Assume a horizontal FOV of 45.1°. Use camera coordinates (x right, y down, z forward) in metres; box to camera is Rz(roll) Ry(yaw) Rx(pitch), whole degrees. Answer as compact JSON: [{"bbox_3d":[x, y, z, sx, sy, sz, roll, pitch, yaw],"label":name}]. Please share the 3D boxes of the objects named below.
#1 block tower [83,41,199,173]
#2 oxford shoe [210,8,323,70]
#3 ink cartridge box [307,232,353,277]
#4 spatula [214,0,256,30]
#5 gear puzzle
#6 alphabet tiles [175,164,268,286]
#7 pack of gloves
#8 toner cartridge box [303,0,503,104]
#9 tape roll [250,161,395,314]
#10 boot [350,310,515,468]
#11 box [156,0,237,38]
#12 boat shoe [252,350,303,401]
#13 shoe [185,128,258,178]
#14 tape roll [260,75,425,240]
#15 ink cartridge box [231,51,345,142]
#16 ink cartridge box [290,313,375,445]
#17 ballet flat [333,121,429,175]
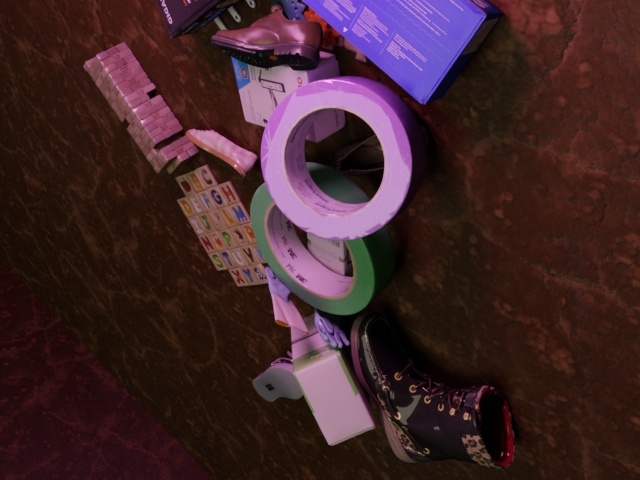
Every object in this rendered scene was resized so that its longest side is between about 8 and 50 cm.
[{"bbox_3d":[-0.440,-0.323,1.889,0.335,0.091,0.097,55,146,-3],"label":"block tower"},{"bbox_3d":[-0.092,-0.361,1.369,0.227,0.096,0.083,11,172,26],"label":"oxford shoe"},{"bbox_3d":[0.029,0.013,1.655,0.104,0.060,0.180,27,138,31],"label":"ink cartridge box"},{"bbox_3d":[-0.225,-0.522,1.517,0.242,0.019,0.168,54,145,0],"label":"spatula"},{"bbox_3d":[0.035,-0.387,1.302,0.339,0.044,0.175,29,139,32],"label":"gear puzzle"},{"bbox_3d":[-0.253,-0.030,2.000,0.285,0.011,0.342,-10,112,54],"label":"alphabet tiles"},{"bbox_3d":[-0.039,0.152,1.672,0.195,0.232,0.046,28,112,-25],"label":"pack of gloves"},{"bbox_3d":[0.090,-0.382,1.173,0.348,0.075,0.165,44,125,13],"label":"toner cartridge box"},{"bbox_3d":[0.000,0.000,1.556,0.321,0.077,0.321,28,138,29],"label":"tape roll"},{"bbox_3d":[0.233,0.318,1.621,0.284,0.138,0.377,-6,108,47],"label":"boot"},{"bbox_3d":[-0.239,-0.560,1.405,0.293,0.073,0.295,-12,99,51],"label":"box"},{"bbox_3d":[-0.086,0.364,2.073,0.113,0.105,0.306,47,152,2],"label":"boat shoe"},{"bbox_3d":[-0.228,-0.211,1.777,0.219,0.058,0.076,34,173,33],"label":"shoe"},{"bbox_3d":[0.038,-0.142,1.331,0.275,0.090,0.274,6,107,21],"label":"tape roll"},{"bbox_3d":[-0.061,-0.287,1.470,0.203,0.086,0.148,22,135,39],"label":"ink cartridge box"},{"bbox_3d":[0.023,0.300,1.751,0.273,0.115,0.198,-101,-14,-73],"label":"ink cartridge box"},{"bbox_3d":[0.101,-0.161,1.413,0.250,0.058,0.084,-10,113,53],"label":"ballet flat"}]
